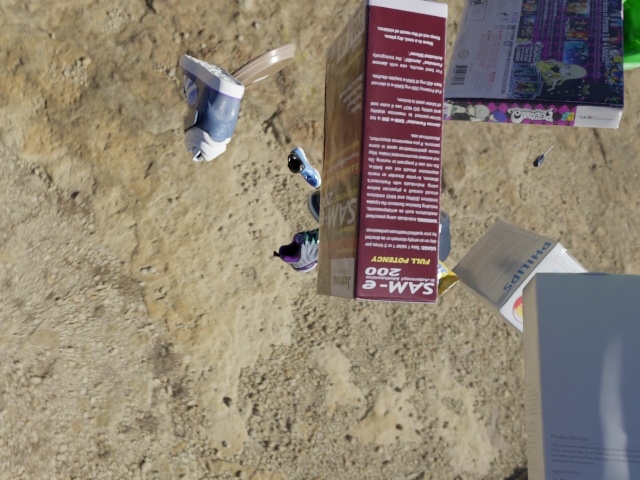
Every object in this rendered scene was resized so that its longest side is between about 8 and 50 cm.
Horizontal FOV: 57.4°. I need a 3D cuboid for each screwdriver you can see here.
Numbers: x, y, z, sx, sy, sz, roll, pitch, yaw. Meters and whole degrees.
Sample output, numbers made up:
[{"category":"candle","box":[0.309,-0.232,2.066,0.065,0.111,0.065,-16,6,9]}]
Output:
[{"category":"screwdriver","box":[0.655,-0.254,1.713,0.170,0.025,0.024,-41,128,-46]}]

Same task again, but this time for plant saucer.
[{"category":"plant saucer","box":[-0.192,-0.536,1.842,0.277,0.277,0.041,-36,101,-29]}]

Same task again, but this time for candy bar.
[{"category":"candy bar","box":[0.134,0.011,0.859,0.040,0.018,0.161,-39,75,-14]}]

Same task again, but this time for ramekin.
[{"category":"ramekin","box":[0.240,0.002,1.515,0.207,0.207,0.109,-26,111,-30]}]

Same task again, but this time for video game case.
[{"category":"video game case","box":[0.278,-0.242,0.763,0.042,0.210,0.232,73,29,-50]}]

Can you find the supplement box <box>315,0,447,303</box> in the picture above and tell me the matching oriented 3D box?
[{"category":"supplement box","box":[0.048,-0.068,0.507,0.073,0.130,0.240,3,86,-14]}]

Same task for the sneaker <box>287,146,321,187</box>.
[{"category":"sneaker","box":[-0.058,-0.228,1.920,0.152,0.058,0.085,60,30,-19]}]

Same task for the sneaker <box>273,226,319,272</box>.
[{"category":"sneaker","box":[0.000,0.000,1.318,0.098,0.223,0.083,27,37,-47]}]

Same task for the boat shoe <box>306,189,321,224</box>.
[{"category":"boat shoe","box":[0.190,-0.050,1.971,0.499,0.156,0.187,29,45,3]}]

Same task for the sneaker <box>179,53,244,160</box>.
[{"category":"sneaker","box":[-0.314,-0.333,1.513,0.130,0.323,0.237,10,112,-36]}]

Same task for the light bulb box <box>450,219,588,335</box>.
[{"category":"light bulb box","box":[0.596,0.159,1.580,0.358,0.361,0.225,40,94,-12]}]

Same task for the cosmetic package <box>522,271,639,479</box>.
[{"category":"cosmetic package","box":[0.487,0.257,1.052,0.217,0.156,0.386,3,71,10]}]

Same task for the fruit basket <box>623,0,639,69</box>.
[{"category":"fruit basket","box":[0.429,-0.457,0.943,0.282,0.392,0.393,-6,84,-8]}]
